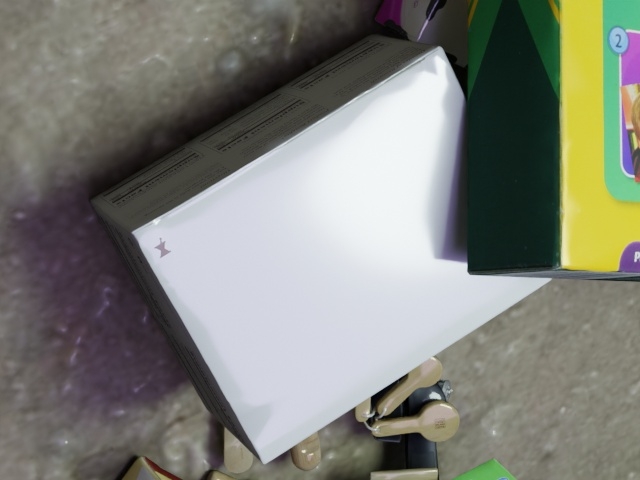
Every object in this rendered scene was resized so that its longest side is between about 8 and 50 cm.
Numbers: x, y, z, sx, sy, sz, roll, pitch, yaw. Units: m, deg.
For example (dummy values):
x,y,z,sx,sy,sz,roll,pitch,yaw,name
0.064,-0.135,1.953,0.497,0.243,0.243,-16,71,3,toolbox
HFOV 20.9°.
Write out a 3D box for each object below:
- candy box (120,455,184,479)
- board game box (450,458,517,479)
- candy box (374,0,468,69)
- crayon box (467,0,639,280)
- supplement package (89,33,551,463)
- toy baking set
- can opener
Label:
x,y,z,sx,sy,sz,roll,pitch,yaw,name
-0.163,0.354,1.429,0.183,0.087,0.316,36,92,-36,candy box
0.066,0.352,1.516,0.213,0.046,0.317,-22,136,-28,board game box
0.178,-0.196,1.379,0.233,0.071,0.159,21,101,-35,candy box
0.275,-0.126,1.307,0.363,0.106,0.313,3,85,-36,crayon box
0.000,0.000,1.297,0.262,0.145,0.204,-31,109,-11,supplement package
-0.002,0.155,1.446,0.256,0.030,0.197,22,104,-17,toy baking set
0.084,0.182,1.507,0.073,0.059,0.186,-5,112,10,can opener
